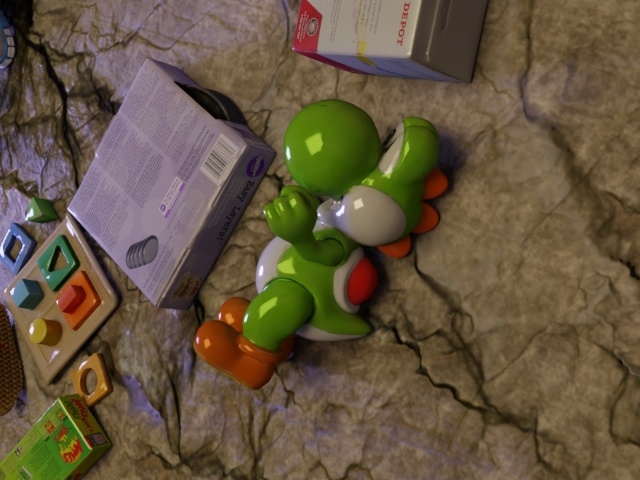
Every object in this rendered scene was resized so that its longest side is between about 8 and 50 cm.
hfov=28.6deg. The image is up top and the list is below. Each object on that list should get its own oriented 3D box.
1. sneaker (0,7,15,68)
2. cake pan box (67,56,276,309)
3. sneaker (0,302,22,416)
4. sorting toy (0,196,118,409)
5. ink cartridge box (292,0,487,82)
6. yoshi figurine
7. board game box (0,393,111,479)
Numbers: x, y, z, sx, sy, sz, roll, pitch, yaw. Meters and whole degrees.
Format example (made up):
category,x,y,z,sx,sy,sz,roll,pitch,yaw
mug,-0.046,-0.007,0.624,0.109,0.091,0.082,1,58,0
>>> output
category,x,y,z,sx,sy,sz,roll,pitch,yaw
sneaker,-0.546,-0.363,1.970,0.071,0.083,0.191,-27,81,31
cake pan box,-0.205,-0.082,1.679,0.246,0.070,0.267,40,108,34
sneaker,-0.500,0.184,1.885,0.084,0.069,0.185,-35,56,40
sorting toy,-0.388,0.084,1.815,0.196,0.047,0.348,-49,56,22
ink cartridge box,0.082,-0.258,1.430,0.176,0.127,0.128,12,90,40
yoshi figurine,-0.020,-0.019,1.439,0.362,0.203,0.203,-52,48,17
board game box,-0.380,0.308,1.763,0.181,0.043,0.092,-47,69,24
